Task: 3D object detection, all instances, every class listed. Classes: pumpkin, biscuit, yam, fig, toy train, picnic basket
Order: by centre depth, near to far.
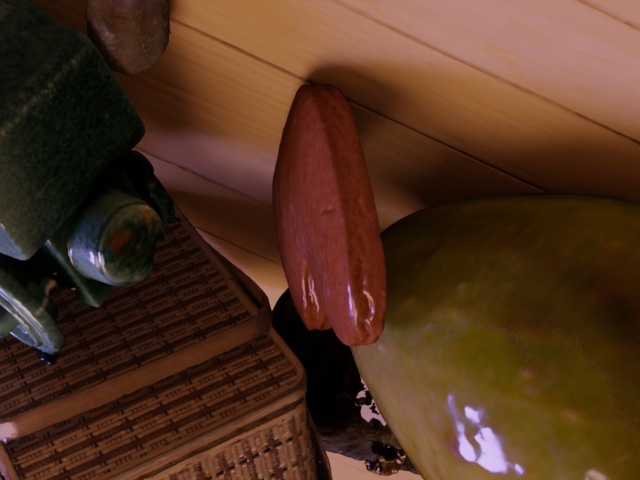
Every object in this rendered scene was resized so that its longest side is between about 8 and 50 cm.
[{"bbox_3d":[-0.118,-0.157,0.780,0.054,0.054,0.132,19,154,2],"label":"yam"},{"bbox_3d":[0.156,0.087,0.838,0.326,0.258,0.258,28,161,28],"label":"fig"},{"bbox_3d":[-0.001,0.000,0.860,0.036,0.186,0.192,-6,156,-13],"label":"biscuit"},{"bbox_3d":[-0.243,-0.053,0.893,0.299,0.167,0.238,15,146,40],"label":"toy train"},{"bbox_3d":[-0.151,0.120,0.990,0.313,0.228,0.175,49,156,48],"label":"picnic basket"},{"bbox_3d":[0.059,0.116,1.070,0.238,0.159,0.238,16,154,8],"label":"pumpkin"}]
